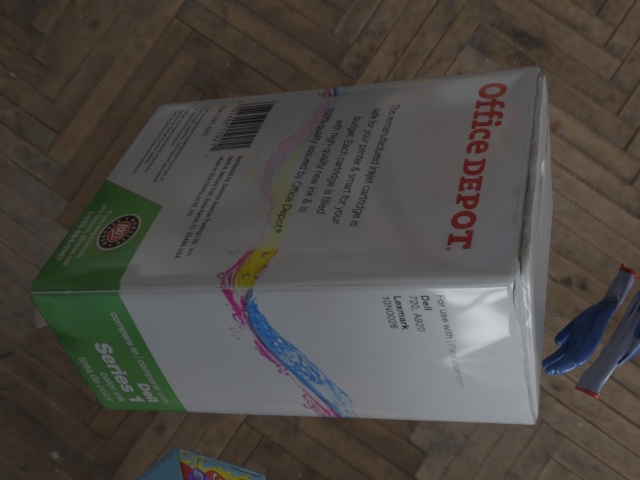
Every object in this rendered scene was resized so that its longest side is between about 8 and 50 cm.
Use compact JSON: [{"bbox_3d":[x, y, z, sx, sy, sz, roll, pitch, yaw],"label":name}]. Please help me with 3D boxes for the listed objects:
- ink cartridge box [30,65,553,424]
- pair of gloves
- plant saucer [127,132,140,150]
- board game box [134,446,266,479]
[{"bbox_3d":[0.000,0.000,0.522,0.278,0.201,0.117,-2,130,20],"label":"ink cartridge box"},{"bbox_3d":[0.312,0.094,0.899,0.023,0.198,0.159,37,90,-3],"label":"pair of gloves"},{"bbox_3d":[-0.075,0.003,0.861,0.050,0.310,0.311,-25,85,32],"label":"plant saucer"},{"bbox_3d":[-0.113,0.372,0.824,0.144,0.142,0.275,-40,46,18],"label":"board game box"}]
